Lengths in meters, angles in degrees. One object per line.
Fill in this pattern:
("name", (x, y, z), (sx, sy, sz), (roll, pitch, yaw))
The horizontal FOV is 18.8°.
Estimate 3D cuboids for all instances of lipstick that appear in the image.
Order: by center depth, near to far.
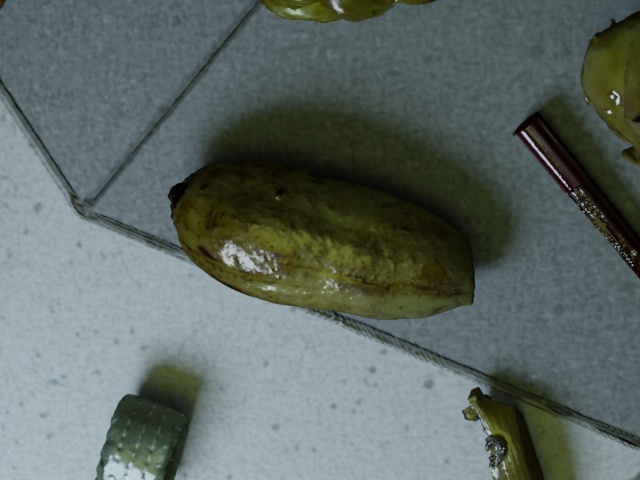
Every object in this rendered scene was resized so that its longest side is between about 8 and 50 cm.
("lipstick", (0.217, -0.027, 1.516), (0.027, 0.027, 0.176), (-37, 101, 24))

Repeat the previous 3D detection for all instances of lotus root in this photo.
("lotus root", (0.000, 0.000, 1.543), (0.258, 0.097, 0.110), (12, 112, 4))

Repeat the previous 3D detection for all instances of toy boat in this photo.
("toy boat", (0.155, 0.190, 1.610), (0.049, 0.047, 0.149), (-13, 110, 18))

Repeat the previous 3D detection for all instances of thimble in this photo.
("thimble", (-0.156, 0.189, 1.663), (0.062, 0.084, 0.110), (18, 113, 5))

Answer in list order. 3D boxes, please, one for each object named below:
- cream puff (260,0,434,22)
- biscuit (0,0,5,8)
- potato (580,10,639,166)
("cream puff", (0.022, -0.265, 1.364), (0.196, 0.244, 0.244), (-10, 115, -21))
("biscuit", (-0.328, -0.235, 1.519), (0.170, 0.050, 0.170), (0, 94, 4))
("potato", (0.333, -0.093, 1.390), (0.296, 0.141, 0.191), (12, 136, 13))
